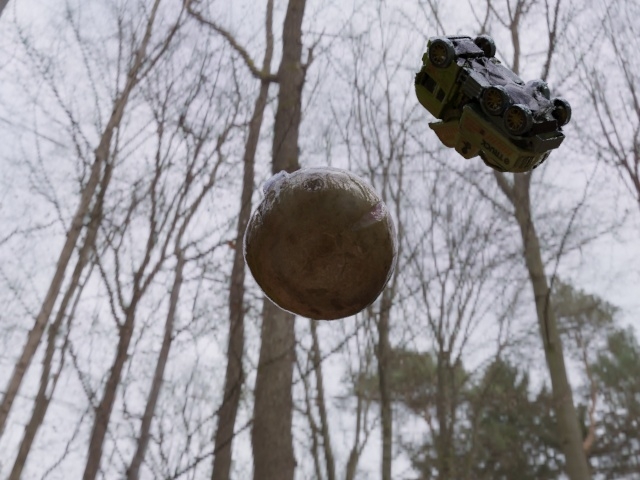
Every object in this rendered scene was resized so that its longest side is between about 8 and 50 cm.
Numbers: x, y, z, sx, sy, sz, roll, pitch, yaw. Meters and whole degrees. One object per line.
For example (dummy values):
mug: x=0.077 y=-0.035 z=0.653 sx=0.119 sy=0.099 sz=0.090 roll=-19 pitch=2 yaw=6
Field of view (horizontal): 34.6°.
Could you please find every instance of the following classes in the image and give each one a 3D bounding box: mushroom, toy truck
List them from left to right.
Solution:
mushroom: x=0.000 y=0.000 z=1.604 sx=0.255 sy=0.184 sz=0.254 roll=2 pitch=-83 yaw=18
toy truck: x=0.189 y=-0.146 z=1.175 sx=0.085 sy=0.191 sz=0.116 roll=-14 pitch=-40 yaw=-40
